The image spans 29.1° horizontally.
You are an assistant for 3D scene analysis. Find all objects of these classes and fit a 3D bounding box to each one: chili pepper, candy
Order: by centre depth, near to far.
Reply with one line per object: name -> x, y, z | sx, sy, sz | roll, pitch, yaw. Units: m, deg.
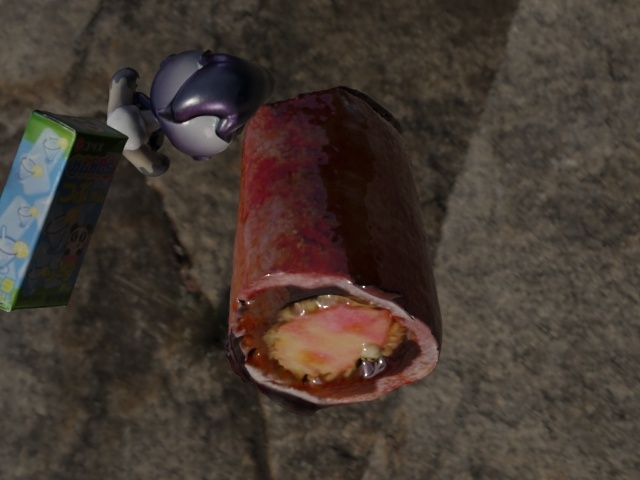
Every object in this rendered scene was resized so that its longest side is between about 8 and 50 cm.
candy -> -0.269, -0.028, 1.221 | 0.062, 0.097, 0.194 | 26, 100, 23
chili pepper -> 0.000, 0.000, 1.308 | 0.229, 0.251, 0.305 | -33, 48, 30

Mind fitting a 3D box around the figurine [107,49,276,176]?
figurine -> -0.165, -0.172, 1.527 | 0.222, 0.145, 0.145 | -17, 56, 22
